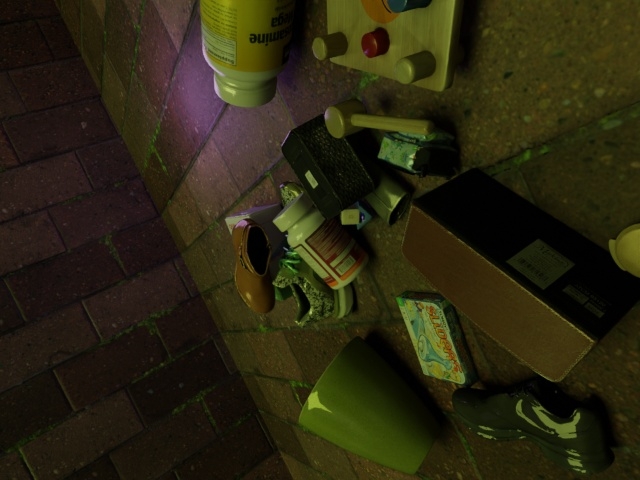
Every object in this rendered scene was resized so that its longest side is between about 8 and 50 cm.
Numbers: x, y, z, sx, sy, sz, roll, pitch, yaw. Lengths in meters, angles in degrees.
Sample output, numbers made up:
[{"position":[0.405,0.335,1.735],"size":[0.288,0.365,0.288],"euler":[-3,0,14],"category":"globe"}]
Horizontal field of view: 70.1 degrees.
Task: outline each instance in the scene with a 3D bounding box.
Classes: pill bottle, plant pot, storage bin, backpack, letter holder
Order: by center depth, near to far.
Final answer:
[{"position":[0.280,0.070,0.714],"size":[0.302,0.152,0.214],"euler":[44,147,31],"category":"letter holder"},{"position":[0.162,-0.156,0.769],"size":[0.114,0.105,0.084],"euler":[30,115,46],"category":"backpack"},{"position":[0.011,-0.144,0.904],"size":[0.180,0.084,0.122],"euler":[58,161,-1],"category":"storage bin"},{"position":[-0.148,-0.454,0.933],"size":[0.188,0.188,0.334],"euler":[48,148,25],"category":"pill bottle"},{"position":[0.000,0.000,1.071],"size":[0.221,0.121,0.121],"euler":[47,153,-10],"category":"pill bottle"},{"position":[0.143,0.442,1.162],"size":[0.293,0.275,0.275],"euler":[32,141,20],"category":"plant pot"}]

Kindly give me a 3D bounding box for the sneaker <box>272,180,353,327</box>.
[{"position":[-0.046,0.052,1.185],"size":[0.158,0.182,0.410],"euler":[3,115,57],"category":"sneaker"}]

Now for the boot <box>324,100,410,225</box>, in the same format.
[{"position":[0.094,-0.150,0.907],"size":[0.208,0.076,0.189],"euler":[54,165,29],"category":"boot"}]

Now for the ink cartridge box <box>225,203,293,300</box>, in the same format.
[{"position":[-0.168,0.034,1.434],"size":[0.201,0.117,0.278],"euler":[0,113,58],"category":"ink cartridge box"}]

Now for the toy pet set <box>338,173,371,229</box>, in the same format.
[{"position":[0.076,-0.088,1.027],"size":[0.114,0.065,0.122],"euler":[-97,5,-56],"category":"toy pet set"}]

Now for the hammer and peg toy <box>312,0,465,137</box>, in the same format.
[{"position":[0.106,-0.324,0.693],"size":[0.266,0.127,0.361],"euler":[33,139,39],"category":"hammer and peg toy"}]

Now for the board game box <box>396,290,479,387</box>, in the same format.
[{"position":[0.251,0.209,0.988],"size":[0.136,0.035,0.201],"euler":[-5,109,59],"category":"board game box"}]

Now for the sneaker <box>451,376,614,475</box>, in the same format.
[{"position":[0.368,0.302,0.828],"size":[0.286,0.109,0.130],"euler":[0,108,48],"category":"sneaker"}]

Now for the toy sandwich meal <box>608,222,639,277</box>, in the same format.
[{"position":[0.414,0.013,0.575],"size":[0.085,0.029,0.085],"euler":[32,134,39],"category":"toy sandwich meal"}]

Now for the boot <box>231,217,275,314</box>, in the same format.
[{"position":[-0.162,0.078,1.217],"size":[0.220,0.109,0.283],"euler":[-173,74,-69],"category":"boot"}]
